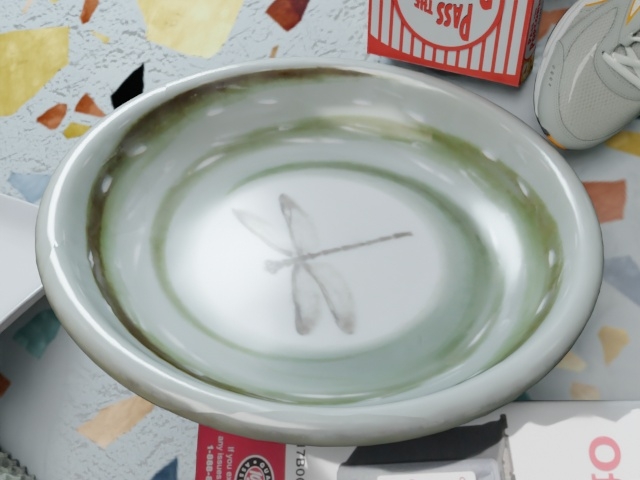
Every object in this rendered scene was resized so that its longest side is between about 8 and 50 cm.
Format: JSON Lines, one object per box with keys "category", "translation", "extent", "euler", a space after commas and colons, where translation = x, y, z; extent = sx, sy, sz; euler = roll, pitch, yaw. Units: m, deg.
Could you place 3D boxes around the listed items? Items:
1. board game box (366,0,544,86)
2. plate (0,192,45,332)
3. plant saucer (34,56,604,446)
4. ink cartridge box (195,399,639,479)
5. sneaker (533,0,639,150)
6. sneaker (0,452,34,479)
{"category": "board game box", "translation": [0.116, -0.238, 0.638], "extent": [0.147, 0.193, 0.045], "euler": [18, 41, 24]}
{"category": "plate", "translation": [-0.392, 0.047, 0.730], "extent": [0.278, 0.045, 0.278], "euler": [18, 44, 22]}
{"category": "plant saucer", "translation": [0.000, 0.000, 0.587], "extent": [0.401, 0.100, 0.400], "euler": [2, 44, -1]}
{"category": "ink cartridge box", "translation": [0.072, 0.226, 0.525], "extent": [0.307, 0.131, 0.226], "euler": [-6, 71, 18]}
{"category": "sneaker", "translation": [0.259, -0.171, 0.553], "extent": [0.099, 0.121, 0.262], "euler": [36, 106, -8]}
{"category": "sneaker", "translation": [-0.406, 0.213, 0.707], "extent": [0.293, 0.102, 0.146], "euler": [28, 84, 24]}
